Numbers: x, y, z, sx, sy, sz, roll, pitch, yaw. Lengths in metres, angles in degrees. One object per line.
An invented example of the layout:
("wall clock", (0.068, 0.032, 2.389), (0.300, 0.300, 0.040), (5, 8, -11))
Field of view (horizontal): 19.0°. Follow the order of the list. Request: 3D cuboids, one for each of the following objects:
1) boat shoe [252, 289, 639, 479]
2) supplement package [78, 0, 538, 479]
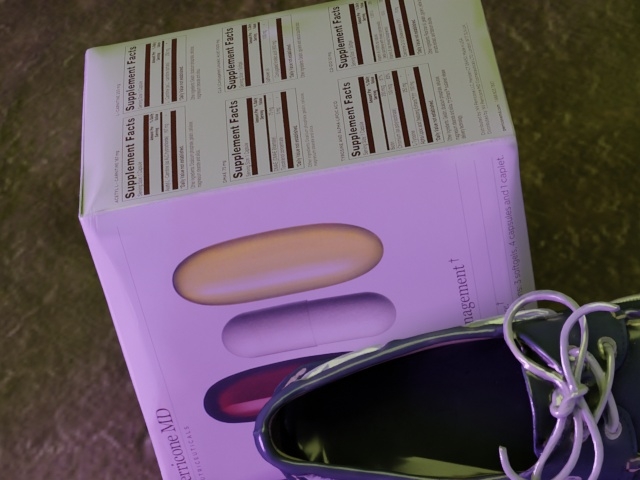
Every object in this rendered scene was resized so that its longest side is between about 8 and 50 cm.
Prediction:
("boat shoe", (0.095, 0.071, 0.857), (0.255, 0.079, 0.095), (-4, 85, 13))
("supplement package", (0.000, 0.000, 0.966), (0.203, 0.194, 0.149), (-11, 38, 4))
